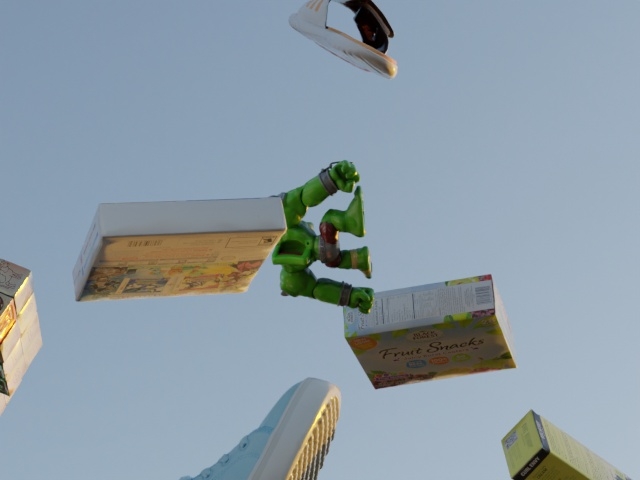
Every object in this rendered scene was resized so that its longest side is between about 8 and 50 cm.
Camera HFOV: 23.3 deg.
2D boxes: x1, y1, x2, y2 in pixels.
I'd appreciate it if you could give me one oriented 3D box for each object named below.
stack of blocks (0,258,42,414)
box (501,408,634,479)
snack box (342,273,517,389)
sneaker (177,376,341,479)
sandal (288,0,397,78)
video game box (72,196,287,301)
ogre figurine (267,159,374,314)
[{"bbox_3d":[-0.443,0.120,1.936,0.171,0.087,0.297,22,-34,9],"label":"stack of blocks"},{"bbox_3d":[0.319,0.294,1.805,0.232,0.087,0.058,34,-71,-17],"label":"box"},{"bbox_3d":[0.150,0.127,2.118,0.207,0.070,0.174,-10,-32,11],"label":"snack box"},{"bbox_3d":[-0.122,0.274,1.545,0.366,0.150,0.135,-57,-15,-7],"label":"sneaker"},{"bbox_3d":[0.045,-0.244,1.796,0.102,0.265,0.076,29,-86,-23],"label":"sandal"},{"bbox_3d":[-0.159,0.011,1.723,0.205,0.048,0.187,-2,-25,-20],"label":"video game box"},{"bbox_3d":[0.000,0.000,1.907,0.118,0.097,0.197,-5,-45,4],"label":"ogre figurine"}]
